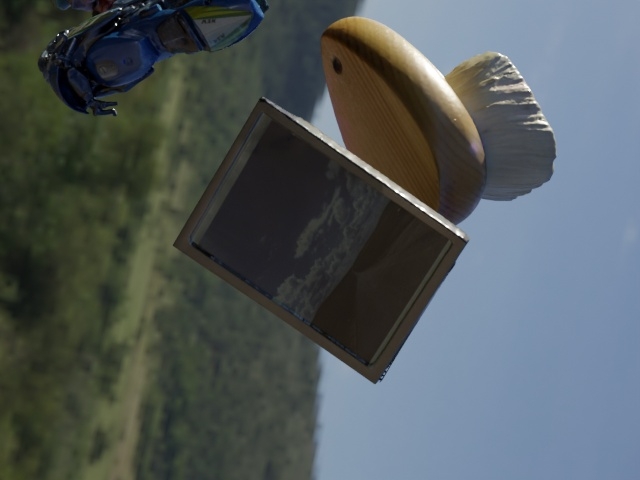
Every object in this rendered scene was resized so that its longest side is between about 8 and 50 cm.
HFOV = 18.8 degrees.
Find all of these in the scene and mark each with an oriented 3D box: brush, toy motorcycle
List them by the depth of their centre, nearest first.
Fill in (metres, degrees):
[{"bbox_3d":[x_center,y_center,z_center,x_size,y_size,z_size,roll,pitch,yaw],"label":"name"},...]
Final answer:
[{"bbox_3d":[-0.149,-0.173,1.636,0.092,0.254,0.135,58,31,-26],"label":"toy motorcycle"},{"bbox_3d":[0.122,-0.146,2.121,0.266,0.166,0.174,60,-29,9],"label":"brush"}]

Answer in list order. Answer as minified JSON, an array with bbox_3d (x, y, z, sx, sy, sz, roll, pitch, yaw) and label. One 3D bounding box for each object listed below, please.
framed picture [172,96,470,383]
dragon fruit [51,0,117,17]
[{"bbox_3d":[0.000,0.000,1.944,0.189,0.260,0.023,-58,173,20],"label":"framed picture"},{"bbox_3d":[-0.164,-0.342,2.023,0.293,0.234,0.233,-32,-153,23],"label":"dragon fruit"}]
